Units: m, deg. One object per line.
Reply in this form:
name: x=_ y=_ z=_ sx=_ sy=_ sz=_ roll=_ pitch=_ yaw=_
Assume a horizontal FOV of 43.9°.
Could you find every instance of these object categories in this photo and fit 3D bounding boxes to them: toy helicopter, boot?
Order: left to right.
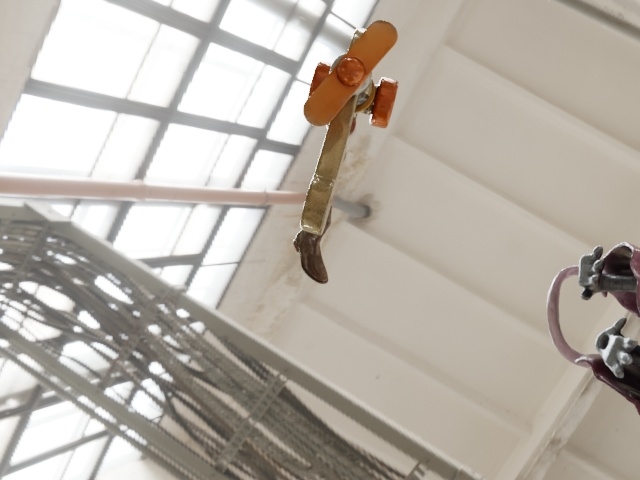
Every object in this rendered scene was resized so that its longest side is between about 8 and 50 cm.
boot: x=0.000 y=0.000 z=1.299 sx=0.106 sy=0.037 sz=0.114 roll=56 pitch=-42 yaw=25
toy helicopter: x=0.034 y=-0.174 z=1.200 sx=0.140 sy=0.235 sz=0.355 roll=15 pitch=-117 yaw=0

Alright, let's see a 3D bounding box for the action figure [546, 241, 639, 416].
action figure: x=0.466 y=0.135 z=0.864 sx=0.370 sy=0.276 sz=0.248 roll=11 pitch=-107 yaw=-7
